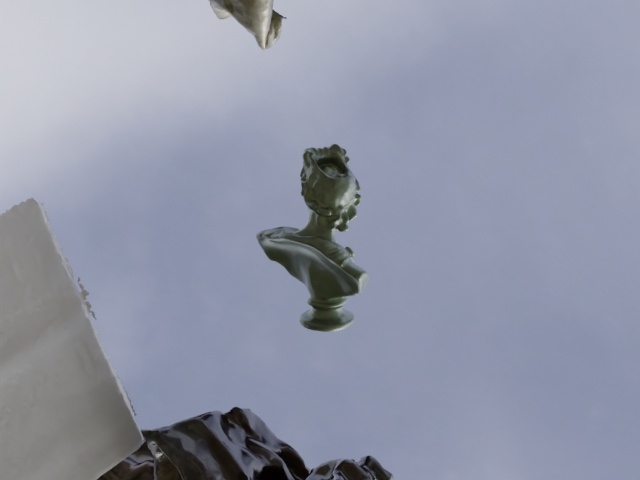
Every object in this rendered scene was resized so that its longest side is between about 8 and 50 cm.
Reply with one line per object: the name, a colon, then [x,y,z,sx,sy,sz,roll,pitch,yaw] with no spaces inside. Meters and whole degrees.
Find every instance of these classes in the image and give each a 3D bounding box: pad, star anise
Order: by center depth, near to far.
pad: [-0.195,0.096,0.907,0.232,0.156,0.004,-33,-154,-28]
star anise: [-0.021,0.175,1.016,0.223,0.109,0.236,-21,-69,46]

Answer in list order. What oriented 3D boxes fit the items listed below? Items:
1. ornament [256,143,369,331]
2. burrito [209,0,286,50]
ornament: [0.001,0.004,1.006,0.068,0.041,0.092,42,-51,23]
burrito: [-0.047,-0.239,1.338,0.087,0.060,0.226,44,-40,42]
